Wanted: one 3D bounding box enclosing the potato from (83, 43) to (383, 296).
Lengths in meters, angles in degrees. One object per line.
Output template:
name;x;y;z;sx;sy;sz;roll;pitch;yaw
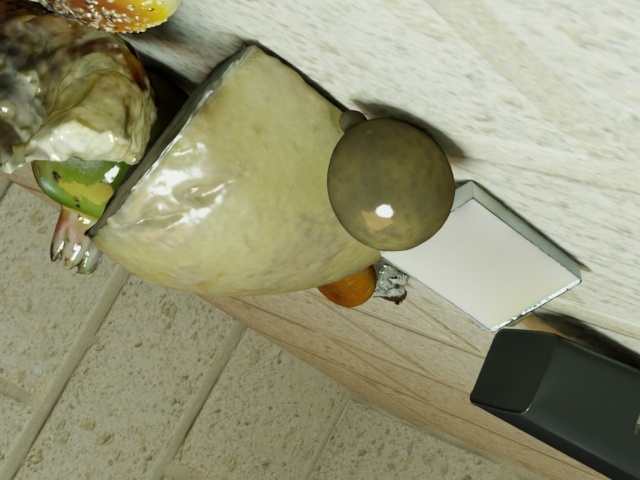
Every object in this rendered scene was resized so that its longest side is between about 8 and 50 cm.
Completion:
potato;-0.034;-0.016;1.149;0.264;0.189;0.211;31;171;-18

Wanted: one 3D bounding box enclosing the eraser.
eraser;0.136;0.017;1.161;0.104;0.023;0.150;-34;128;31

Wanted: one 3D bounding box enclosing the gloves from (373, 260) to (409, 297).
gloves;0.031;0.024;1.569;0.153;0.070;0.114;24;170;14

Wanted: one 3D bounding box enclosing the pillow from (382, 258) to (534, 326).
pillow;0.127;0.035;1.440;0.203;0.038;0.113;28;173;4

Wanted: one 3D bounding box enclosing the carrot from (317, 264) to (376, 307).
carrot;0.000;0.000;1.425;0.067;0.067;0.225;21;157;38

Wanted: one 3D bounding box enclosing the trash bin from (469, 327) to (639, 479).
trash bin;0.297;0.181;1.462;0.226;0.115;0.165;27;172;-16

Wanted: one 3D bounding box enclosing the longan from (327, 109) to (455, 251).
longan;0.049;-0.048;1.041;0.119;0.106;0.106;59;-175;24

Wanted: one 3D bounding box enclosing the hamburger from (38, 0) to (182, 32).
hamburger;-0.148;-0.185;0.890;0.126;0.081;0.141;35;168;-37

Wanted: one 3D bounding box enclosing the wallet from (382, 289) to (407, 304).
wallet;-0.016;0.002;1.724;0.255;0.031;0.137;33;171;-24

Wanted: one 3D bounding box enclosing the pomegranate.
pomegranate;-0.202;-0.069;1.300;0.180;0.209;0.180;21;-173;-3

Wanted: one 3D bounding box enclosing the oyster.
oyster;-0.216;-0.138;1.082;0.271;0.100;0.275;20;-157;20

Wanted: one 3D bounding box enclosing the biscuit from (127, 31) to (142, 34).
biscuit;-0.238;-0.230;1.050;0.239;0.041;0.212;22;171;33
